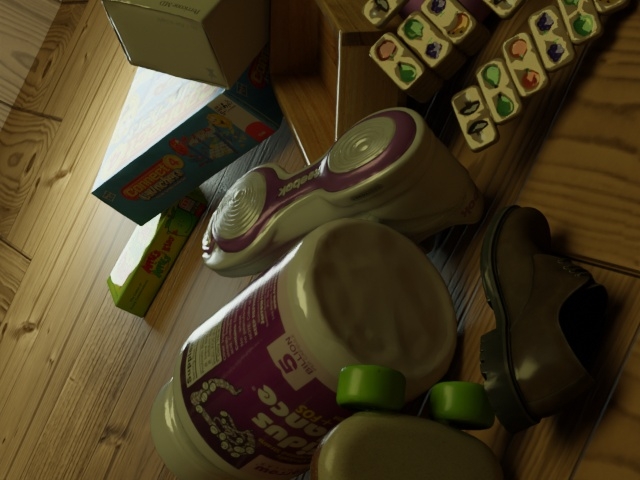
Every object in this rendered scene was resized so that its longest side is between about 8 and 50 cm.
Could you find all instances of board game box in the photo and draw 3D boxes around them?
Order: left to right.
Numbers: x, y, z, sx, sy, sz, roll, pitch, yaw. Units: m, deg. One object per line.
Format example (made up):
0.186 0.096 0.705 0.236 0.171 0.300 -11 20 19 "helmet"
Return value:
-0.219 0.003 2.132 0.181 0.043 0.092 -60 23 10 "board game box"
-0.143 -0.210 2.070 0.308 0.086 0.302 -32 33 43 "board game box"

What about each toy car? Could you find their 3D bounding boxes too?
0.046 0.195 1.256 0.188 0.148 0.155 142 137 -67 "toy car"

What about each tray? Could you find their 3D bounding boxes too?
0.013 -0.192 1.688 0.411 0.076 0.203 -111 20 -62 "tray"

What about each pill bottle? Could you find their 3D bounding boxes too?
-0.028 0.118 1.436 0.301 0.169 0.169 -41 32 44 "pill bottle"

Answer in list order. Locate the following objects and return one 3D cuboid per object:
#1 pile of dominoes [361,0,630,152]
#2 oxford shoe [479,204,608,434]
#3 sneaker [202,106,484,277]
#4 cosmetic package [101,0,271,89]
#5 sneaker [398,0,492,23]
0.157 -0.224 1.388 0.251 0.040 0.196 -46 60 10 "pile of dominoes"
0.176 0.047 1.216 0.096 0.083 0.227 -25 35 21 "oxford shoe"
0.014 -0.012 1.476 0.305 0.152 0.114 -20 45 42 "sneaker"
-0.102 -0.336 1.922 0.160 0.113 0.309 16 55 30 "cosmetic package"
0.095 -0.268 1.672 0.161 0.102 0.282 -60 23 17 "sneaker"
